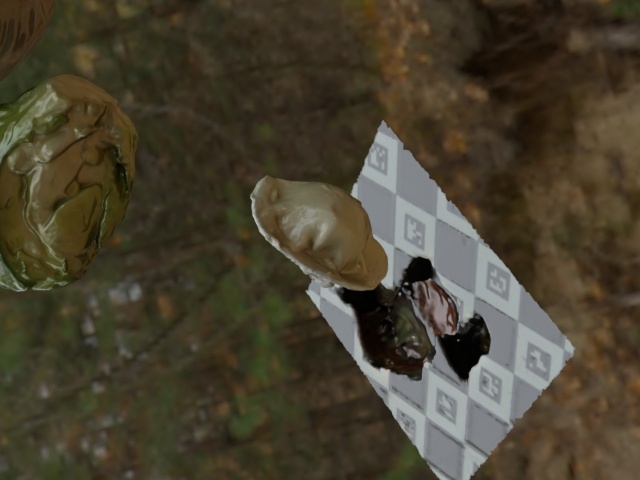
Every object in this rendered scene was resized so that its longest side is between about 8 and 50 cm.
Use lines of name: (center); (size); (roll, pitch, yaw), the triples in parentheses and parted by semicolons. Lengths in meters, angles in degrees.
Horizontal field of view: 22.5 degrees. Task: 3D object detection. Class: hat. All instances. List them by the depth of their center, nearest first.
hat: (-0.293, -0.145, 1.421); (0.166, 0.144, 0.173); (-37, -63, -51)

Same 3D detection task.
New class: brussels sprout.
brussels sprout: (-0.233, -0.049, 1.323); (0.145, 0.131, 0.183); (18, 88, 62)

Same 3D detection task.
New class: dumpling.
dumpling: (-0.002, 0.001, 0.870); (0.076, 0.052, 0.057); (57, -135, -37)

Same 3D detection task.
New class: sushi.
sushi: (0.122, 0.065, 1.578); (0.294, 0.059, 0.292); (54, 145, 23)
